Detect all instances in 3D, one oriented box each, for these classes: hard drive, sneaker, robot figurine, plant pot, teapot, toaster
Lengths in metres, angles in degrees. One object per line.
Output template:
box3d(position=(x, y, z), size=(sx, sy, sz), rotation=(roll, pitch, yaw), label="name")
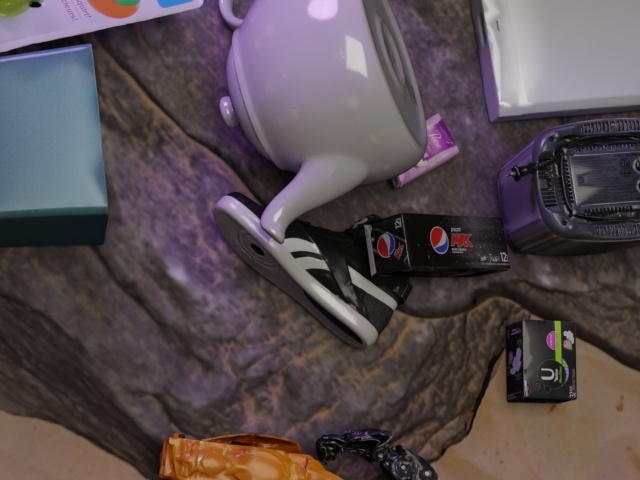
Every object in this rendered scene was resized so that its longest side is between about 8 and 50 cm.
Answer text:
box3d(position=(0.321, -0.242, 2.001), size=(0.308, 0.040, 0.203), rotation=(-6, 80, -15), label="hard drive")
box3d(position=(0.000, 0.000, 1.852), size=(0.217, 0.079, 0.121), rotation=(43, 68, -11), label="sneaker")
box3d(position=(-0.020, 0.282, 1.780), size=(0.291, 0.085, 0.211), rotation=(10, 77, -12), label="robot figurine")
box3d(position=(-0.330, -0.081, 1.736), size=(0.234, 0.165, 0.165), rotation=(-5, 80, -10), label="plant pot")
box3d(position=(-0.013, -0.163, 1.818), size=(0.187, 0.256, 0.252), rotation=(-17, 105, 13), label="teapot")
box3d(position=(0.282, -0.050, 1.894), size=(0.227, 0.146, 0.129), rotation=(-6, 80, -17), label="toaster")

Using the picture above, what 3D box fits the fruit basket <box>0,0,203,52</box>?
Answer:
box3d(position=(-0.332, -0.326, 1.764), size=(0.353, 0.165, 0.327), rotation=(-19, 67, -25), label="fruit basket")

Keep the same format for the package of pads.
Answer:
box3d(position=(0.102, -0.094, 1.916), size=(0.083, 0.032, 0.050), rotation=(-30, 90, -18), label="package of pads")

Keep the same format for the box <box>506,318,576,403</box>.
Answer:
box3d(position=(0.232, 0.128, 1.895), size=(0.062, 0.052, 0.083), rotation=(3, 79, -15), label="box")

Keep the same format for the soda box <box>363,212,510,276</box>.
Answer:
box3d(position=(0.121, 0.006, 1.849), size=(0.169, 0.053, 0.060), rotation=(2, 76, -48), label="soda box")
